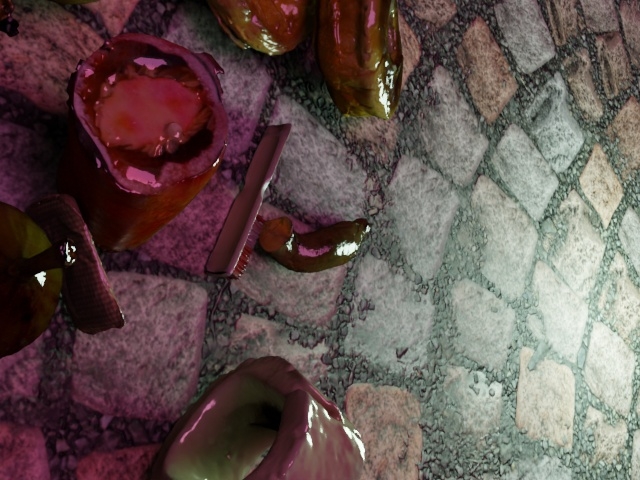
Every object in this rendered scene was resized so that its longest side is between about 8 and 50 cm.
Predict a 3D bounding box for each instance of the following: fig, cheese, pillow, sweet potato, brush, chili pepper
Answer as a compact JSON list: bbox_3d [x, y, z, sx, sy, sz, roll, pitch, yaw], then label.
[{"bbox_3d":[-0.392,0.032,1.016,0.217,0.321,0.217,14,68,-38],"label":"fig"},{"bbox_3d":[-0.091,0.326,1.232,0.292,0.332,0.153,-50,117,-22],"label":"cheese"},{"bbox_3d":[-0.349,0.035,1.184,0.034,0.135,0.211,-29,100,-42],"label":"pillow"},{"bbox_3d":[0.005,-0.002,1.552,0.285,0.085,0.112,-12,86,-44],"label":"sweet potato"},{"bbox_3d":[-0.115,-0.070,1.474,0.050,0.060,0.321,45,54,-43],"label":"brush"},{"bbox_3d":[-0.284,-0.128,1.194,0.229,0.305,0.251,-14,79,-36],"label":"chili pepper"}]

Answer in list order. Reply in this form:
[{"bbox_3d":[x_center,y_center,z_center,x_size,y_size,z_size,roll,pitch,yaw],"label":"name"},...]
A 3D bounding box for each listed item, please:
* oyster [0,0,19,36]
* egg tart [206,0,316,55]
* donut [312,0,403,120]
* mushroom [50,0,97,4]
[{"bbox_3d":[-0.543,-0.356,1.078,0.221,0.096,0.361,-26,97,-5],"label":"oyster"},{"bbox_3d":[-0.119,-0.487,1.485,0.341,0.129,0.341,5,84,-51],"label":"egg tart"},{"bbox_3d":[0.073,-0.391,1.585,0.330,0.159,0.330,-3,90,-81],"label":"donut"},{"bbox_3d":[-0.385,-0.454,1.195,0.263,0.195,0.283,46,40,17],"label":"mushroom"}]
